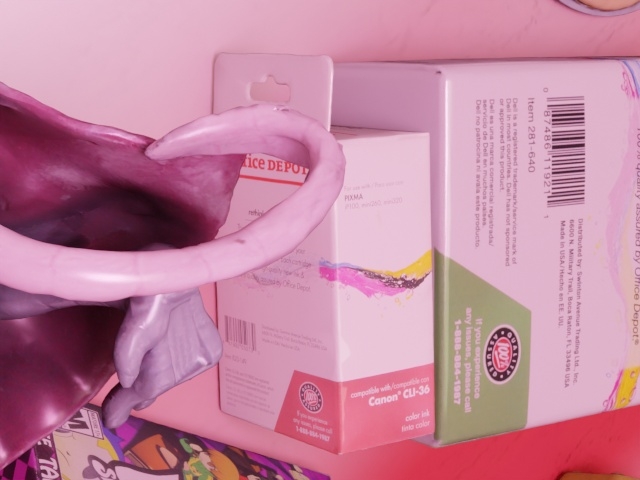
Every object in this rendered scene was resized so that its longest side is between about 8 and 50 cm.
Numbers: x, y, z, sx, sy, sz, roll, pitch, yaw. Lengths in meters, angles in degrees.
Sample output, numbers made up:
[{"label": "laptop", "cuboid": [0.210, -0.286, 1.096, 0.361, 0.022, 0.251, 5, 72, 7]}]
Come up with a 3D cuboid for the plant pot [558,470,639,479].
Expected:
[{"label": "plant pot", "cuboid": [0.187, 0.194, 1.007, 0.081, 0.081, 0.083, 16, 74, -37]}]

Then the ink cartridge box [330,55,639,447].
[{"label": "ink cartridge box", "cuboid": [0.140, -0.007, 0.916, 0.278, 0.117, 0.201, -6, 100, -36]}]

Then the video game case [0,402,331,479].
[{"label": "video game case", "cuboid": [-0.050, 0.189, 0.747, 0.210, 0.232, 0.042, 24, 121, -37]}]

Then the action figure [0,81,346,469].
[{"label": "action figure", "cuboid": [-0.216, -0.063, 0.544, 0.248, 0.276, 0.370, -26, 79, -41]}]

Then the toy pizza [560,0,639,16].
[{"label": "toy pizza", "cuboid": [0.188, -0.242, 0.975, 0.201, 0.032, 0.201, -6, 100, -36]}]

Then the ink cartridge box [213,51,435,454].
[{"label": "ink cartridge box", "cuboid": [0.000, 0.000, 0.813, 0.067, 0.115, 0.198, -8, 101, -35]}]
